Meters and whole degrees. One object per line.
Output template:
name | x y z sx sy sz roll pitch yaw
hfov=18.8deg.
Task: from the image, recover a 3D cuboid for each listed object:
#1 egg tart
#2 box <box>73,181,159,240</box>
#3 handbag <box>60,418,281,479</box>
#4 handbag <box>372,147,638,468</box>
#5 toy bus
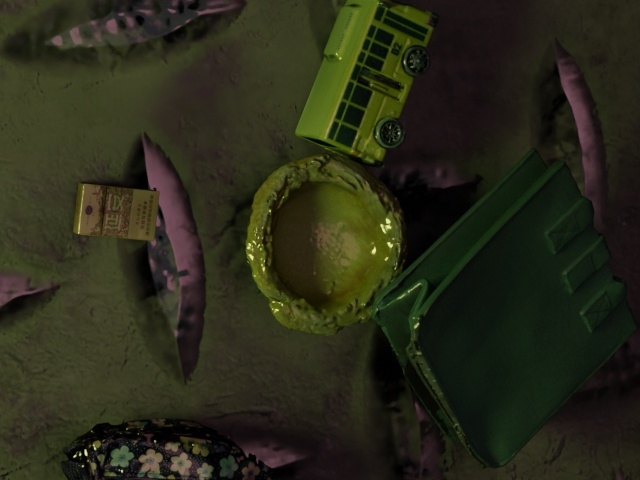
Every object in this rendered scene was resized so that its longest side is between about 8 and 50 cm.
egg tart | 0.000 0.000 2.039 0.197 0.078 0.197 -4 98 -25
box | -0.208 -0.029 1.974 0.083 0.024 0.053 4 94 -26
handbag | -0.162 0.286 1.973 0.228 0.127 0.208 6 87 -24
handbag | 0.198 0.078 2.101 0.274 0.100 0.269 -46 130 -17
toy bus | 0.049 -0.173 2.037 0.101 0.088 0.175 21 88 -23
